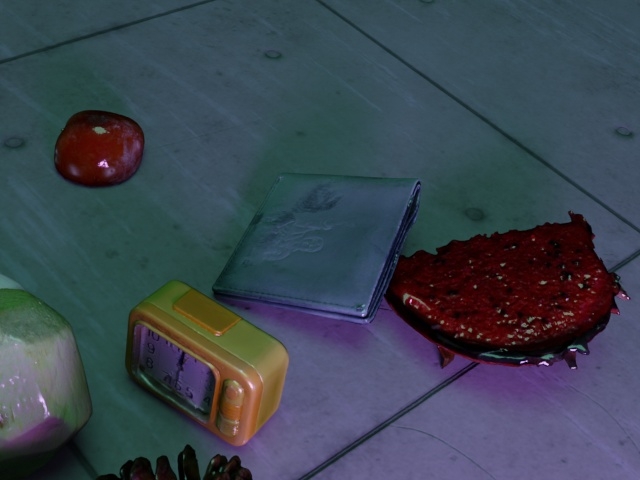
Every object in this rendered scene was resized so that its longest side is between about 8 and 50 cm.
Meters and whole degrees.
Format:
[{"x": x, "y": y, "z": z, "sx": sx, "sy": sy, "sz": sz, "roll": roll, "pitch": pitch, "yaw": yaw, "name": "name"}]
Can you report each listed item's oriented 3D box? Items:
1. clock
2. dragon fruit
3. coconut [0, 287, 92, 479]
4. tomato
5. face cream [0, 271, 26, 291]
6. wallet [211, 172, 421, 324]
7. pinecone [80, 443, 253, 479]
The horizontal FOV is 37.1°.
[{"x": -0.149, "y": 0.156, "z": 1.226, "sx": 0.202, "sy": 0.143, "sz": 0.096, "roll": 29, "pitch": 44, "yaw": 20, "name": "clock"}, {"x": 0.269, "y": 0.101, "z": 1.388, "sx": 0.344, "sy": 0.100, "sz": 0.282, "roll": -10, "pitch": 38, "yaw": -3, "name": "dragon fruit"}, {"x": -0.381, "y": 0.177, "z": 1.121, "sx": 0.236, "sy": 0.235, "sz": 0.204, "roll": 4, "pitch": 10, "yaw": -8, "name": "coconut"}, {"x": -0.362, "y": -0.170, "z": 1.563, "sx": 0.139, "sy": 0.091, "sz": 0.159, "roll": 19, "pitch": 42, "yaw": 7, "name": "tomato"}, {"x": -0.561, "y": 0.037, "z": 1.300, "sx": 0.346, "sy": 0.102, "sz": 0.102, "roll": 20, "pitch": 44, "yaw": 12, "name": "face cream"}, {"x": 0.000, "y": 0.001, "z": 1.448, "sx": 0.251, "sy": 0.054, "sz": 0.290, "roll": 7, "pitch": 47, "yaw": 24, "name": "wallet"}, {"x": -0.178, "y": 0.333, "z": 0.986, "sx": 0.292, "sy": 0.246, "sz": 0.246, "roll": -3, "pitch": 43, "yaw": 7, "name": "pinecone"}]
